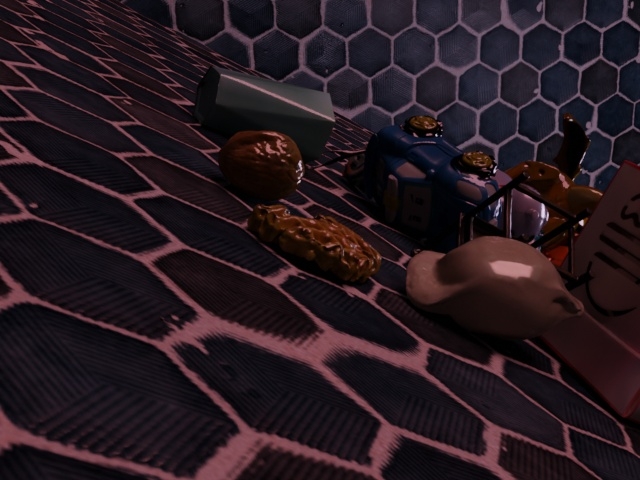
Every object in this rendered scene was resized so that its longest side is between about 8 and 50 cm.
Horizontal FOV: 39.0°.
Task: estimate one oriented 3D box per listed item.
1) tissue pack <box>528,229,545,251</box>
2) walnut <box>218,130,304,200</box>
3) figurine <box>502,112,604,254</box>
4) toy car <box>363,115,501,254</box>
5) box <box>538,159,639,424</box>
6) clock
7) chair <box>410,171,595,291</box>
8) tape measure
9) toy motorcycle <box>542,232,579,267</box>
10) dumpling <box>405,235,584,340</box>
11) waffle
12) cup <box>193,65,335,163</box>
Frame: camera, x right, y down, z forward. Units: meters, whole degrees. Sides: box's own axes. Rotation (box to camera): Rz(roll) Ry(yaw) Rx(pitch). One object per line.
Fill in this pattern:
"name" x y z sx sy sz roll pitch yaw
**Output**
"tissue pack" 0.421 0.024 1.879 0.085 0.028 0.138 21 54 -6
"walnut" -0.083 -0.106 1.254 0.124 0.105 0.105 13 18 -27
"figurine" 0.542 -0.046 2.107 0.387 0.268 0.401 58 6 -81
"toy car" 0.195 -0.089 1.652 0.166 0.198 0.314 -17 40 -26
"box" 0.539 0.106 1.299 0.312 0.300 0.314 24 13 -21
"clock" 0.340 -0.052 1.727 0.188 0.189 0.254 24 6 -23
"chair" 0.268 0.030 1.372 0.154 0.260 0.141 26 51 -20
"tape measure" 0.052 -0.169 1.801 0.179 0.104 0.107 23 15 -26
"toy motorcycle" 0.504 0.094 1.700 0.221 0.148 0.325 -10 31 -35
"dumpling" 0.231 0.063 1.199 0.250 0.132 0.162 8 23 -12
"waffle" 0.002 -0.003 1.128 0.149 0.051 0.194 34 13 16
"cup" -0.107 -0.241 1.669 0.235 0.134 0.148 17 44 -30
